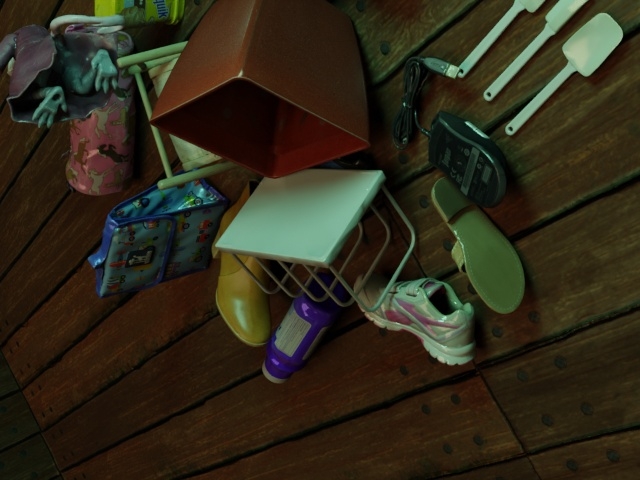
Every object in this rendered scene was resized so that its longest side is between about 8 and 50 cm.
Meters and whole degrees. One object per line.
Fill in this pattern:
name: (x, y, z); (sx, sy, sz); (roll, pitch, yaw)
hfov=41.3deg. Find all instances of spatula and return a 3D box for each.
spatula: (0.300, -0.267, 1.209); (0.168, 0.019, 0.242); (53, 137, 12)

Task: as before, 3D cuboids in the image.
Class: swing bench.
swing bench: (-0.217, -0.252, 1.617); (0.165, 0.255, 0.253); (-131, 24, -82)

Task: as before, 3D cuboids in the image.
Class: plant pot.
plant pot: (-0.084, -0.279, 1.405); (0.267, 0.267, 0.235); (-14, 61, 48)

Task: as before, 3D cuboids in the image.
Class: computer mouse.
computer mouse: (0.217, -0.179, 1.312); (0.262, 0.060, 0.184); (42, 139, 40)

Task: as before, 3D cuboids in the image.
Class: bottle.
bottle: (-0.042, 0.186, 1.703); (0.092, 0.118, 0.283); (33, 134, 3)

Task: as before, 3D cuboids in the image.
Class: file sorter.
file sorter: (0.000, 0.000, 1.491); (0.278, 0.193, 0.173); (6, 145, 46)

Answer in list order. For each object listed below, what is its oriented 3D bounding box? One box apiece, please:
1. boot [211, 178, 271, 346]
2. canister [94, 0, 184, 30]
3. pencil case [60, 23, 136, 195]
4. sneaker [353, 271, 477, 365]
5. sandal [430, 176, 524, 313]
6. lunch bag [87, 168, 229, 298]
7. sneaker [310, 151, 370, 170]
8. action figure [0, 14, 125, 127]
boot: (-0.134, 0.040, 1.696); (0.211, 0.104, 0.295); (-55, 46, 40)
canister: (-0.355, -0.480, 1.673); (0.073, 0.170, 0.126); (35, 131, 30)
pencil case: (-0.504, -0.293, 1.931); (0.160, 0.167, 0.386); (-112, 27, -52)
sneaker: (0.171, 0.107, 1.470); (0.252, 0.103, 0.111); (27, 123, 27)
sandal: (0.249, 0.012, 1.371); (0.240, 0.088, 0.079); (63, 171, 13)
lunch bag: (-0.368, -0.007, 1.817); (0.138, 0.293, 0.221); (45, 135, 22)
sneaker: (0.025, -0.142, 1.521); (0.152, 0.058, 0.084); (27, 132, 30)
action figure: (-0.557, -0.359, 1.670); (0.370, 0.248, 0.275); (42, 127, 46)
